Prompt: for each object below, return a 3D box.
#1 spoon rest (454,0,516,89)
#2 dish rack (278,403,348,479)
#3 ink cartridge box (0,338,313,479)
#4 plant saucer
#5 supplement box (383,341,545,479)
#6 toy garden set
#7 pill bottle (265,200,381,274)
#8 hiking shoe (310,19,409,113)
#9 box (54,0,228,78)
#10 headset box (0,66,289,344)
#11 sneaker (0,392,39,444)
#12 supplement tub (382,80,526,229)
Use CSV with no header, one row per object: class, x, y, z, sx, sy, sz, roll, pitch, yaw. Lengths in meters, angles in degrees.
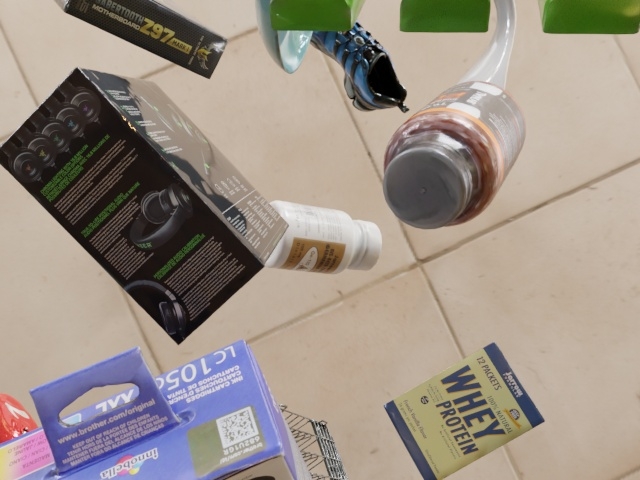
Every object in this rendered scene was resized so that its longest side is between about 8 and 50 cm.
spoon rest,0.195,-0.210,0.795,0.084,0.137,0.277,-4,99,-5
dish rack,-0.033,0.379,1.063,0.074,0.271,0.208,-30,57,15
ink cartridge box,-0.137,0.278,0.626,0.269,0.151,0.396,-22,129,-7
plant saucer,-0.036,-0.393,0.883,0.043,0.317,0.318,11,89,6
supplement box,0.095,0.116,0.431,0.083,0.083,0.056,-31,70,2
toy garden set,0.112,-0.179,0.369,0.244,0.204,0.049,4,129,12
pill bottle,0.000,0.000,1.282,0.229,0.131,0.131,7,89,-28
hiking shoe,0.070,-0.379,1.242,0.113,0.132,0.304,-51,123,-13
box,-0.240,-0.290,0.792,0.183,0.233,0.059,18,109,-40
headset box,-0.187,-0.058,0.739,0.131,0.246,0.283,-42,97,9
sneaker,-0.507,0.385,1.176,0.118,0.107,0.279,-31,95,21
supplement tub,0.123,-0.079,0.593,0.105,0.198,0.106,11,117,22
